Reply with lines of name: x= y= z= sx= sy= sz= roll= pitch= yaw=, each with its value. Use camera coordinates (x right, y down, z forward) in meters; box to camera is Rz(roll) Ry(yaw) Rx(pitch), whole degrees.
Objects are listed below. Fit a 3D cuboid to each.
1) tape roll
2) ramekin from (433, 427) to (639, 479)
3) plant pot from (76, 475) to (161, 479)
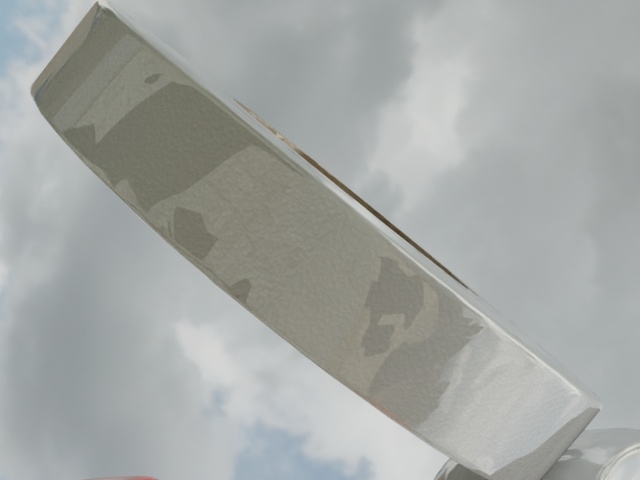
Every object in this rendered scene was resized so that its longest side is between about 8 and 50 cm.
tape roll: x=0.000 y=0.000 z=0.729 sx=0.072 sy=0.392 sz=0.392 roll=-52 pitch=-131 yaw=4
ramekin: x=0.191 y=0.247 z=0.785 sx=0.127 sy=0.273 sz=0.272 roll=-28 pitch=-117 yaw=43
plant pot: x=-0.260 y=0.320 z=0.978 sx=0.243 sy=0.275 sz=0.274 roll=0 pitch=-98 yaw=17
